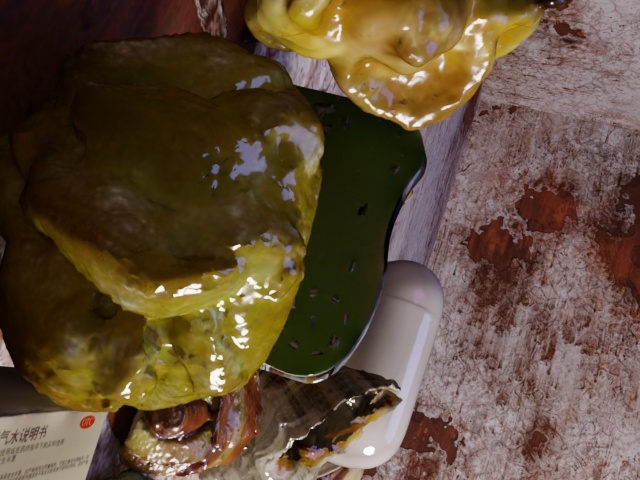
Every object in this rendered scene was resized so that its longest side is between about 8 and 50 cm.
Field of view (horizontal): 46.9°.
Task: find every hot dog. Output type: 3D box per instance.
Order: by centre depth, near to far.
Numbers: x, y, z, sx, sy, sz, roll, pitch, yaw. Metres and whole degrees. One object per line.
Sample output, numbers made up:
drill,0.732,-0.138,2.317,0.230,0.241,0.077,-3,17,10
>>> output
hot dog,-0.118,0.173,0.762,0.213,0.103,0.146,10,94,-75

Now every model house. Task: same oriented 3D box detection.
model house,-0.022,0.008,0.757,0.154,0.207,0.294,84,25,-63

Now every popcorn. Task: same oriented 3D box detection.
popcorn,0.038,-0.247,0.668,0.316,0.281,0.297,59,36,-12

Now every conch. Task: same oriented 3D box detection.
conch,-0.037,0.235,0.992,0.291,0.159,0.210,-31,143,-26

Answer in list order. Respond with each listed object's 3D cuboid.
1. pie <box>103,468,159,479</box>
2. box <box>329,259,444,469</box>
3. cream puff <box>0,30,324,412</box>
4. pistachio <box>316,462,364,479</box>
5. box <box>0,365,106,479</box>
pie,-0.184,0.320,0.688,0.248,0.090,0.201,69,36,-73
box,0.065,0.203,1.245,0.288,0.141,0.349,-18,-133,61
cream puff,-0.095,-0.013,0.452,0.196,0.244,0.244,-4,113,-37
pistachio,0.007,0.444,1.432,0.229,0.157,0.157,-27,132,-59
box,-0.216,0.150,0.370,0.212,0.095,0.168,43,64,-75
